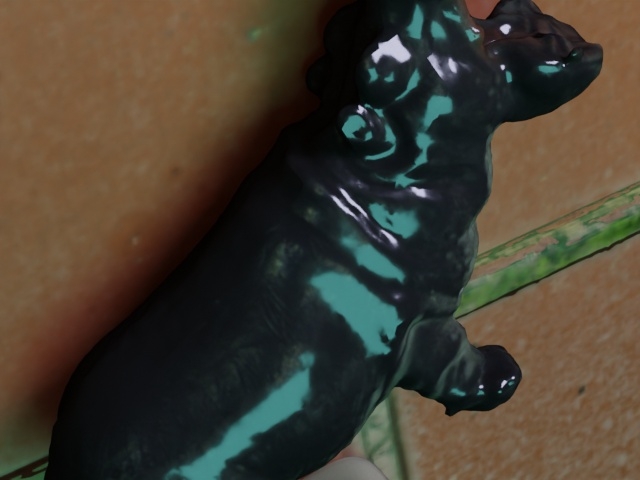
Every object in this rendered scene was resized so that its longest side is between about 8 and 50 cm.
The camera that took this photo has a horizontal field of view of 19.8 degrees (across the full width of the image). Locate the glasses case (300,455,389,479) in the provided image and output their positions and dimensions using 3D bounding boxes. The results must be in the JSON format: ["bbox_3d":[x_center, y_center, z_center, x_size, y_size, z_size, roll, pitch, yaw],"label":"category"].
[{"bbox_3d":[-0.077,0.238,0.902,0.313,0.070,0.131,-31,132,-10],"label":"glasses case"}]

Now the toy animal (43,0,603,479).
[{"bbox_3d":[0.015,0.002,0.779,0.168,0.106,0.343,25,99,-33],"label":"toy animal"}]
